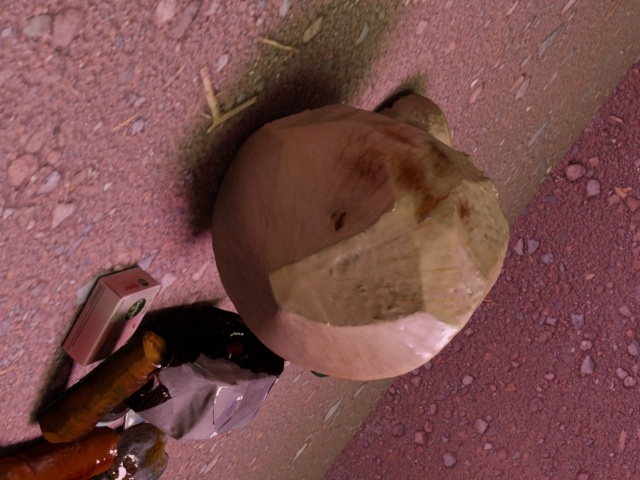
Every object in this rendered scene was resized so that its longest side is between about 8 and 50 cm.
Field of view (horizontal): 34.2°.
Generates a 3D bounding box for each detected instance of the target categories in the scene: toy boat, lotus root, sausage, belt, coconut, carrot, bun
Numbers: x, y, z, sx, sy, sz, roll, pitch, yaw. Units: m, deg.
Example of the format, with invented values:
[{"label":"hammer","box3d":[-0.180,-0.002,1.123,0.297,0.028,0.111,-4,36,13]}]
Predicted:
[{"label":"toy boat","box3d":[-0.323,0.247,1.549,0.066,0.059,0.140,-25,175,16]},{"label":"lotus root","box3d":[-0.325,0.374,1.752,0.192,0.088,0.113,-21,116,-61]},{"label":"sausage","box3d":[-0.391,0.325,1.473,0.102,0.076,0.302,-27,173,18]},{"label":"belt","box3d":[-0.188,0.211,1.607,0.164,0.184,0.289,-50,159,17]},{"label":"coconut","box3d":[0.051,-0.001,1.418,0.415,0.415,0.345,-28,124,-52]},{"label":"carrot","box3d":[-0.291,0.200,1.399,0.260,0.070,0.070,-39,172,32]},{"label":"bun","box3d":[0.142,-0.121,1.805,0.259,0.152,0.259,-44,165,-16]}]

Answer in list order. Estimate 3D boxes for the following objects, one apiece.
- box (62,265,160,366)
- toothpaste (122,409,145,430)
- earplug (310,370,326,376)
[{"label":"box","box3d":[-0.275,0.100,1.370,0.125,0.043,0.089,-58,162,24]},{"label":"toothpaste","box3d":[-0.252,0.265,1.796,0.069,0.047,0.268,-43,164,22]},{"label":"earplug","box3d":[0.093,0.230,2.415,0.164,0.280,0.258,-61,143,-56]}]
